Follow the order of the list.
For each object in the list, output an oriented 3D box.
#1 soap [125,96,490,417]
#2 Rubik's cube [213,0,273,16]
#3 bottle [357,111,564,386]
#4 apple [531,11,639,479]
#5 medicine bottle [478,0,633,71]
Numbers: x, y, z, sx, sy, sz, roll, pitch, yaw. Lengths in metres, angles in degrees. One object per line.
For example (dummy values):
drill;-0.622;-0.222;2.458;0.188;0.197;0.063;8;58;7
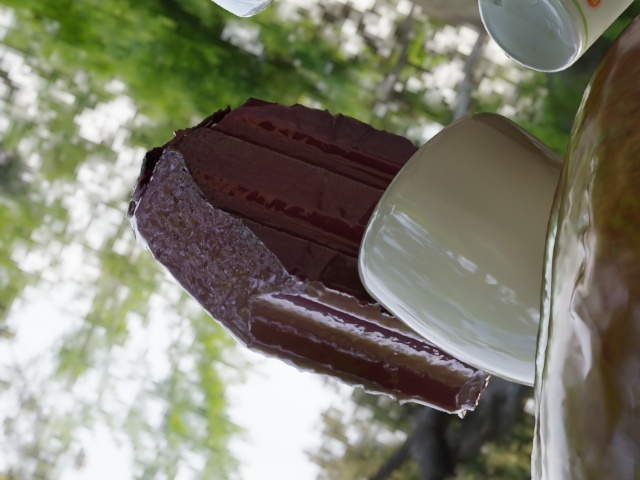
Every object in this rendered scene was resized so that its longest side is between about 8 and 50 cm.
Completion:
soap;0.000;0.000;1.233;0.289;0.112;0.182;20;-138;-11
Rubik's cube;-0.106;-0.301;1.461;0.254;0.254;0.254;23;-166;-6
bottle;0.152;0.039;1.051;0.236;0.147;0.147;39;-162;23
apple;0.262;0.053;0.711;0.374;0.384;0.374;-1;-133;2
medicine bottle;0.194;-0.202;1.166;0.086;0.086;0.183;31;-121;25
